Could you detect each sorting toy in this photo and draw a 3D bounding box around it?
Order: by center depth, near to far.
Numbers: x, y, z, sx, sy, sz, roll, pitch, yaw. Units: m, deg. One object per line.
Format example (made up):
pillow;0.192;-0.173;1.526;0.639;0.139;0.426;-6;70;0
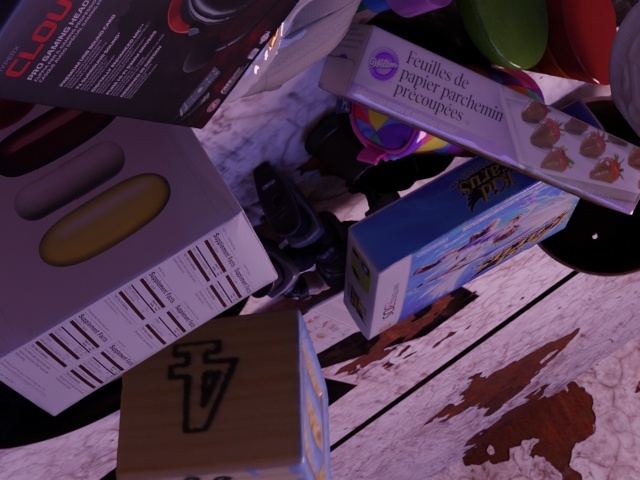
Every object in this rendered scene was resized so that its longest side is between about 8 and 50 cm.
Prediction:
sorting toy;0.135;-0.200;1.141;0.126;0.127;0.366;-12;172;39

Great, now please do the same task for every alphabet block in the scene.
alphabet block;-0.100;0.208;1.390;0.197;0.193;0.192;-8;142;7

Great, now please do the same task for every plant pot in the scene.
plant pot;0.346;-0.052;1.596;0.215;0.215;0.230;-33;172;0

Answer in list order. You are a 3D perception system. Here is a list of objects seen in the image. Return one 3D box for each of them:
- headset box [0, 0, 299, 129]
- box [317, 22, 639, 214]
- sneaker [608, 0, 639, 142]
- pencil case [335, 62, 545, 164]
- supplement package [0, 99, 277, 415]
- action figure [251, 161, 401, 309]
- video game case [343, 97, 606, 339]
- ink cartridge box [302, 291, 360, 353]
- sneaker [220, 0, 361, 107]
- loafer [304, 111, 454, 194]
headset box;-0.102;-0.183;0.682;0.218;0.110;0.293;-51;164;13
box;0.154;-0.105;1.126;0.324;0.067;0.063;20;92;-28
sneaker;0.400;-0.217;1.078;0.236;0.130;0.322;-21;153;-19
pencil case;0.124;-0.126;1.243;0.236;0.104;0.104;-6;146;-48
supplement package;-0.174;-0.017;0.934;0.203;0.194;0.149;-32;159;-4
action figure;0.000;0.000;1.352;0.185;0.099;0.285;-46;160;13
video game case;0.153;-0.013;1.319;0.270;0.061;0.244;-29;164;-10
ink cartridge box;0.040;0.067;1.614;0.232;0.066;0.189;-25;160;14
sneaker;-0.001;-0.200;0.942;0.262;0.099;0.121;-37;167;32
loafer;0.071;-0.078;1.293;0.220;0.078;0.080;-3;144;-51
